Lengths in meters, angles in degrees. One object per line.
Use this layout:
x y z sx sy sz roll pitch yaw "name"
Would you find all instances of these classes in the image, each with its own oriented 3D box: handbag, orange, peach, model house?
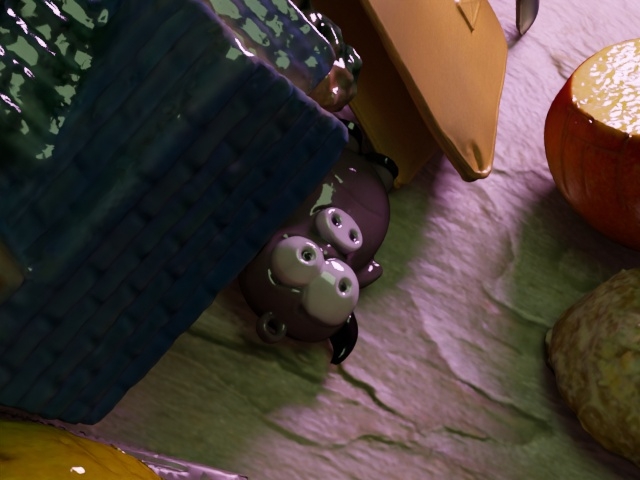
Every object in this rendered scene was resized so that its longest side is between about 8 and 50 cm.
0.078 -0.271 1.433 0.401 0.133 0.283 54 45 -36 "handbag"
0.441 0.135 1.399 0.368 0.210 0.271 11 56 -17 "orange"
0.395 -0.095 1.477 0.248 0.275 0.245 -37 117 3 "peach"
-0.220 -0.128 1.062 0.395 0.400 0.445 -44 100 9 "model house"

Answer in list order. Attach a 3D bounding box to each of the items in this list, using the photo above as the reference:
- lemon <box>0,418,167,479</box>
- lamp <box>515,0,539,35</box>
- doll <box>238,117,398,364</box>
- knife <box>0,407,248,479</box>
-0.254 0.295 0.958 0.387 0.350 0.350 13 57 -33 "lemon"
0.237 -0.409 1.681 0.124 0.203 0.283 -14 46 -15 "lamp"
-0.001 -0.001 1.360 0.182 0.117 0.257 41 49 -19 "doll"
-0.230 0.209 1.205 0.365 0.043 0.089 16 57 -13 "knife"
